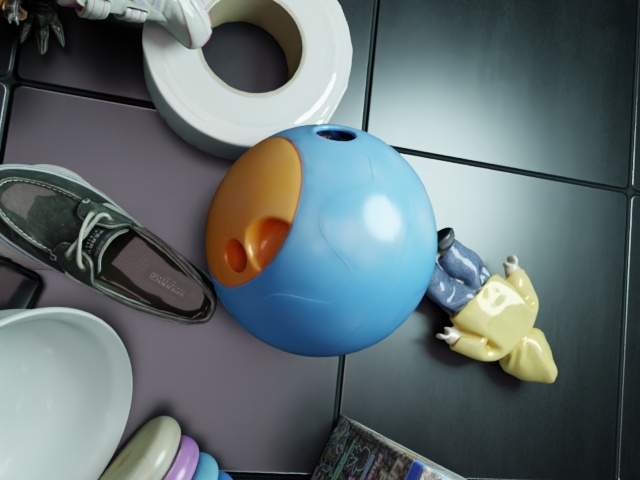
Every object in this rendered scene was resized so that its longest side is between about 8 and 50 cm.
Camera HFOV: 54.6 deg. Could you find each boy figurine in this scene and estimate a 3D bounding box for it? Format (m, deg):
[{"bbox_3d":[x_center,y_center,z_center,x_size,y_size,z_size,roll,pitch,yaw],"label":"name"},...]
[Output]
[{"bbox_3d":[0.259,0.104,0.946,0.285,0.092,0.177,42,76,-10],"label":"boy figurine"}]

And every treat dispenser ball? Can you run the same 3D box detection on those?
[{"bbox_3d":[0.000,0.000,0.776,0.288,0.288,0.288,1,85,-16],"label":"treat dispenser ball"}]

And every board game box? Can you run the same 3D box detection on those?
[{"bbox_3d":[0.134,0.360,0.785,0.232,0.291,0.141,30,78,-11],"label":"board game box"}]

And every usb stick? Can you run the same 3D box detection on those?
[{"bbox_3d":[-0.440,0.153,0.766,0.077,0.045,0.278,28,78,-21],"label":"usb stick"}]

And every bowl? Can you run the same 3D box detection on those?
[{"bbox_3d":[-0.373,0.198,0.702,0.134,0.298,0.298,19,77,30],"label":"bowl"}]

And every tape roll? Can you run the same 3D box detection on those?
[{"bbox_3d":[-0.102,-0.257,0.867,0.286,0.100,0.286,2,84,-16],"label":"tape roll"}]

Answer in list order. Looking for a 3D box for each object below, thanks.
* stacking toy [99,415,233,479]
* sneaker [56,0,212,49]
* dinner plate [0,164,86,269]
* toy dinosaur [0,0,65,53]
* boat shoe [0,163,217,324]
[{"bbox_3d":[-0.126,0.380,0.803,0.330,0.141,0.141,45,76,-14],"label":"stacking toy"},{"bbox_3d":[-0.243,-0.295,0.712,0.252,0.103,0.111,34,82,-28],"label":"sneaker"},{"bbox_3d":[-0.364,-0.032,0.817,0.141,0.017,0.141,2,84,-17],"label":"dinner plate"},{"bbox_3d":[-0.374,-0.341,0.720,0.164,0.218,0.322,31,62,-4],"label":"toy dinosaur"},{"bbox_3d":[-0.268,0.002,0.775,0.335,0.119,0.121,29,78,-17],"label":"boat shoe"}]
